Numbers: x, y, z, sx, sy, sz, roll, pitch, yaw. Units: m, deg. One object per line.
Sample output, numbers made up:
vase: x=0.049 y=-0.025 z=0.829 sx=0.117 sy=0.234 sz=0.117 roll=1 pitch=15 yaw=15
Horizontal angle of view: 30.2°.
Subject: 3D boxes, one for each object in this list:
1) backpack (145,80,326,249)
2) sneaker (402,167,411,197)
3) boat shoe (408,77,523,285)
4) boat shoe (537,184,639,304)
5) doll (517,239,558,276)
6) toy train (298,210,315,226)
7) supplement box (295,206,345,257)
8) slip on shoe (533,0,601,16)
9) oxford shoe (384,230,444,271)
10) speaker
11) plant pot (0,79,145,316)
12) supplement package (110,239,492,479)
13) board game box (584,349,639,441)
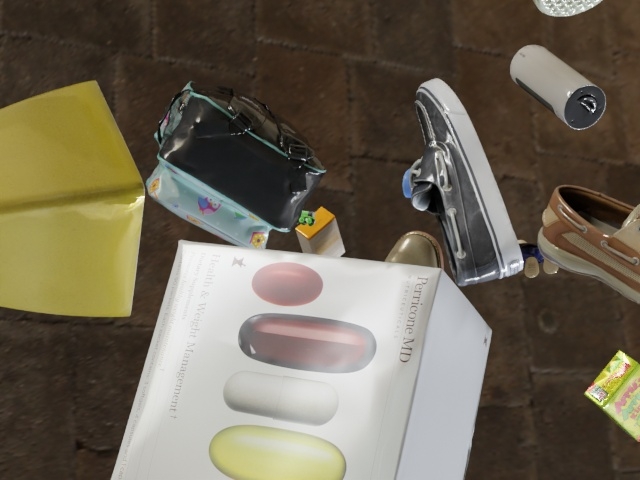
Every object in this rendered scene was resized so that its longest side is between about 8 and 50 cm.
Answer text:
backpack: x=-0.094 y=-0.082 z=1.216 sx=0.166 sy=0.188 sz=0.144 roll=27 pitch=106 yaw=-17
sneaker: x=0.251 y=-0.122 z=2.225 sx=0.232 sy=0.090 sz=0.081 roll=-29 pitch=120 yaw=-48
boat shoe: x=0.161 y=-0.076 z=1.527 sx=0.102 sy=0.108 sz=0.301 roll=-17 pitch=65 yaw=-3
boat shoe: x=0.453 y=0.009 z=1.665 sx=0.123 sy=0.324 sz=0.116 roll=-38 pitch=137 yaw=-42
doll: x=0.408 y=0.028 z=2.341 sx=0.129 sy=0.189 sz=0.046 roll=-10 pitch=102 yaw=0
toy train: x=-0.045 y=-0.039 z=1.860 sx=0.017 sy=0.083 sz=0.024 roll=53 pitch=49 yaw=-63
supplement box: x=0.000 y=0.000 z=1.960 sx=0.062 sy=0.036 sz=0.098 roll=-40 pitch=144 yaw=-19
slip on shoe: x=0.280 y=-0.378 z=1.154 sx=0.123 sy=0.331 sz=0.101 roll=0 pitch=32 yaw=-21
oxford shoe: x=0.109 y=0.148 z=1.913 sx=0.130 sy=0.123 sz=0.348 roll=23 pitch=82 yaw=-67
speaker: x=0.274 y=-0.180 z=1.375 sx=0.055 sy=0.136 sz=0.055 roll=-10 pitch=122 yaw=-16
plant pot: x=-0.335 y=-0.038 z=1.395 sx=0.187 sy=0.212 sz=0.212 roll=-9 pitch=46 yaw=-24
supplement package: x=-0.008 y=0.120 z=0.841 sx=0.149 sy=0.203 sz=0.194 roll=45 pitch=54 yaw=-60
board game box: x=0.510 y=0.259 z=1.954 sx=0.092 sy=0.043 sz=0.181 roll=-51 pitch=138 yaw=0
